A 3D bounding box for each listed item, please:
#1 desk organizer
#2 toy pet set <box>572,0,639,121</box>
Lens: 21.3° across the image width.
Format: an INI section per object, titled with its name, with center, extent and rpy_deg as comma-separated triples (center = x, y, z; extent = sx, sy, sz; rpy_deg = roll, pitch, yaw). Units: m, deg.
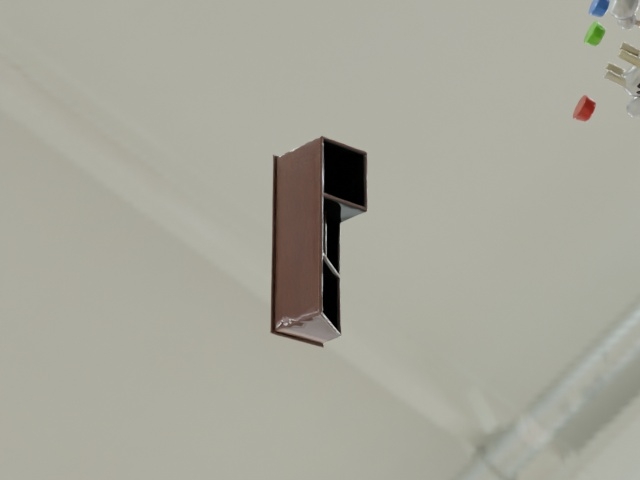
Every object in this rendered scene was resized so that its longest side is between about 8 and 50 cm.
[desk organizer]
center = 0.000, 0.000, 1.145
extent = 0.047, 0.130, 0.050
rpy_deg = 18, -27, -37
[toy pet set]
center = 0.203, -0.125, 0.965
extent = 0.065, 0.122, 0.114
rpy_deg = 25, -46, -8
